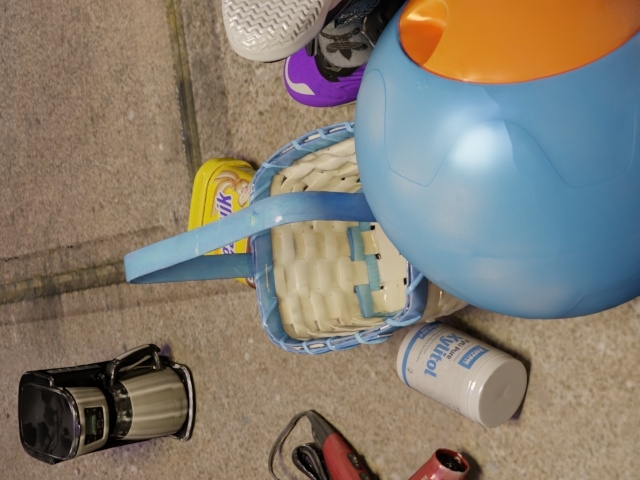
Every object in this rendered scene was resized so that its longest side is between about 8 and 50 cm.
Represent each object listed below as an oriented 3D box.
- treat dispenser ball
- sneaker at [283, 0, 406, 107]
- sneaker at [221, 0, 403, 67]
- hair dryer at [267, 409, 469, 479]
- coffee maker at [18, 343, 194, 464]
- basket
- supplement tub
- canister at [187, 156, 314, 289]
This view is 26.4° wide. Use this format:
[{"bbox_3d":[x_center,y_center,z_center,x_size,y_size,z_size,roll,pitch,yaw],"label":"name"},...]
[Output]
[{"bbox_3d":[0.170,-0.084,1.032,0.288,0.288,0.288,7,99,47],"label":"treat dispenser ball"},{"bbox_3d":[0.036,-0.203,1.268,0.293,0.146,0.102,-22,78,46],"label":"sneaker"},{"bbox_3d":[0.007,-0.183,1.051,0.101,0.268,0.153,5,133,19],"label":"sneaker"},{"bbox_3d":[0.040,0.268,1.366,0.293,0.080,0.223,-24,76,46],"label":"hair dryer"},{"bbox_3d":[-0.267,0.202,1.619,0.171,0.178,0.120,-26,75,46],"label":"coffee maker"},{"bbox_3d":[0.000,0.000,1.224,0.255,0.289,0.201,-16,82,47],"label":"basket"},{"bbox_3d":[0.129,0.121,1.259,0.107,0.071,0.071,23,111,44],"label":"supplement tub"},{"bbox_3d":[-0.060,-0.008,1.450,0.170,0.073,0.126,23,111,42],"label":"canister"}]
